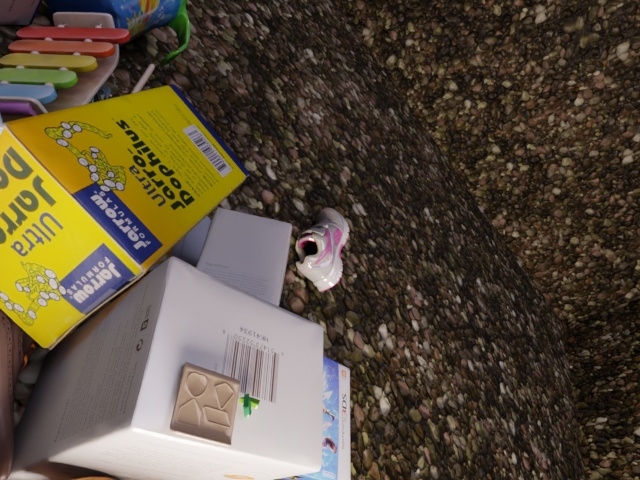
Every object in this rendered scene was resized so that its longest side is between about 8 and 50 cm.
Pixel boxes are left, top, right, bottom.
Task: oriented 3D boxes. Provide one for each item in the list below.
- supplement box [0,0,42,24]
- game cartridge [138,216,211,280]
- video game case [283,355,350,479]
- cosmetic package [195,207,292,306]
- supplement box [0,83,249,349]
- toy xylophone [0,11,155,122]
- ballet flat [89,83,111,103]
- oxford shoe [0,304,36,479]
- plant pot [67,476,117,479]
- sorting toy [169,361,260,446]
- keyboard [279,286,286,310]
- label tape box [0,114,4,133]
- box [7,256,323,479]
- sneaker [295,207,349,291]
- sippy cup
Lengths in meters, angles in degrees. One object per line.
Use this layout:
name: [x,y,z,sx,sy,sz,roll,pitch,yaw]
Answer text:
supplement box: [-0.599,-0.503,0.792,0.220,0.111,0.114,55,35,-3]
game cartridge: [-0.331,-0.033,0.821,0.297,0.062,0.198,31,46,-35]
video game case: [-0.051,0.324,0.890,0.269,0.061,0.244,34,40,-32]
cosmetic package: [-0.141,0.109,0.768,0.138,0.224,0.225,11,47,-7]
supplement box: [-0.277,-0.061,0.636,0.195,0.194,0.356,50,23,-13]
toy xylophone: [-0.425,-0.289,0.786,0.081,0.236,0.323,90,-4,-48]
ballet flat: [-0.416,-0.229,0.860,0.070,0.070,0.188,16,55,-45]
oxford shoe: [-0.389,0.115,0.565,0.132,0.130,0.364,15,53,-54]
plant pot: [-0.265,0.365,0.417,0.291,0.291,0.203,10,39,-48]
sorting toy: [-0.088,0.147,0.400,0.083,0.012,0.062,30,40,-30]
keyboard: [-0.104,0.106,0.987,0.100,0.038,0.192,40,28,-58]
label tape box: [-0.453,-0.184,0.449,0.115,0.249,0.348,2,59,-59]
box: [-0.190,0.195,0.553,0.215,0.345,0.168,32,43,-34]
sneaker: [0.000,0.000,1.173,0.111,0.103,0.252,38,38,-30]
sippy cup: [-0.427,-0.517,0.945,0.305,0.240,0.224,22,52,-1]
